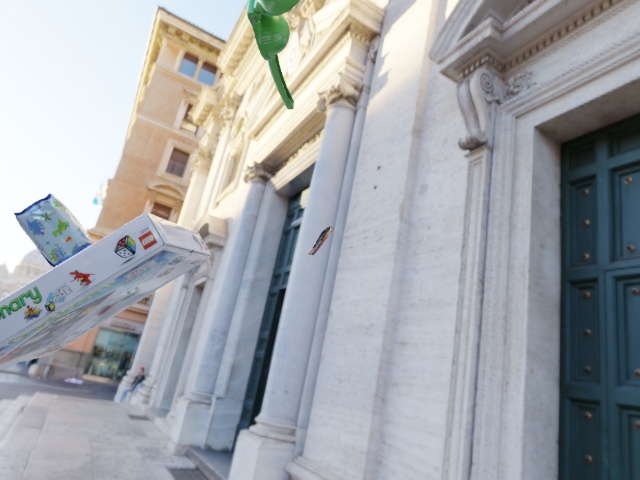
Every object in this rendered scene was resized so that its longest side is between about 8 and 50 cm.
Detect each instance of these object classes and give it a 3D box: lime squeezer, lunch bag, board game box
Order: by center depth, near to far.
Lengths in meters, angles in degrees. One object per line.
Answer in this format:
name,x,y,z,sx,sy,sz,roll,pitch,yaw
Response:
lime squeezer,-0.025,-0.231,0.451,0.109,0.059,0.310,-9,-9,-26
board game box,-0.318,0.074,0.607,0.305,0.053,0.193,-31,-7,-2
lunch bag,-0.539,-0.018,0.894,0.129,0.096,0.151,59,-20,-13

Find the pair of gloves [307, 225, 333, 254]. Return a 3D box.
pair of gloves,0.000,0.000,0.911,0.010,0.074,0.083,37,2,8
